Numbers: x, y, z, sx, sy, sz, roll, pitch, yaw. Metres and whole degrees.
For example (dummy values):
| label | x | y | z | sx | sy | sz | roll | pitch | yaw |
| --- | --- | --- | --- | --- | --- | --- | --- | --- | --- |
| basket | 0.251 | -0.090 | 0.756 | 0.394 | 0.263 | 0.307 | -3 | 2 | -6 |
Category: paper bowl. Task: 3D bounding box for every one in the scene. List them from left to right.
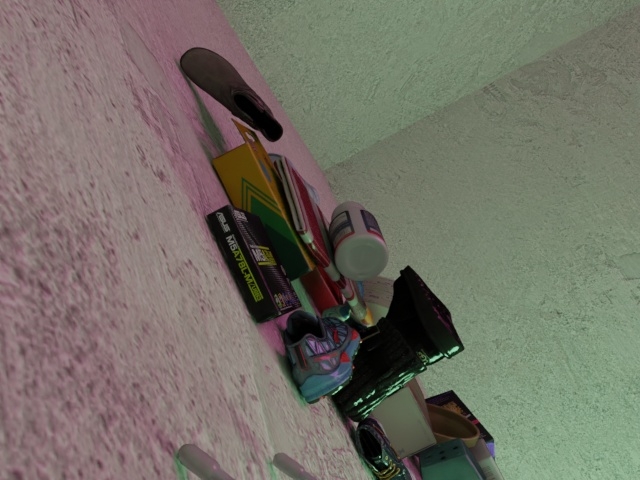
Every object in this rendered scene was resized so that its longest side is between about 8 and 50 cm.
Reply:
| label | x | y | z | sx | sy | sz | roll | pitch | yaw |
| --- | --- | --- | --- | --- | --- | --- | --- | --- | --- |
| paper bowl | 0.201 | 0.233 | 1.711 | 0.148 | 0.284 | 0.284 | -64 | 145 | -23 |

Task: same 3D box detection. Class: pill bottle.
| label | x | y | z | sx | sy | sz | roll | pitch | yaw |
| --- | --- | --- | --- | --- | --- | --- | --- | --- | --- |
| pill bottle | 0.073 | -0.007 | 1.211 | 0.108 | 0.108 | 0.180 | 59 | 10 | -28 |

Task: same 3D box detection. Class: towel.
| label | x | y | z | sx | sy | sz | roll | pitch | yaw |
| --- | --- | --- | --- | --- | --- | --- | --- | --- | --- |
| towel | 0.000 | 0.000 | 1.241 | 0.329 | 0.037 | 0.237 | 55 | 11 | -46 |

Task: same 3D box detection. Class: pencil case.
| label | x | y | z | sx | sy | sz | roll | pitch | yaw |
| --- | --- | --- | --- | --- | --- | --- | --- | --- | --- |
| pencil case | -0.084 | -0.121 | 1.416 | 0.124 | 0.113 | 0.273 | 55 | 5 | 14 |

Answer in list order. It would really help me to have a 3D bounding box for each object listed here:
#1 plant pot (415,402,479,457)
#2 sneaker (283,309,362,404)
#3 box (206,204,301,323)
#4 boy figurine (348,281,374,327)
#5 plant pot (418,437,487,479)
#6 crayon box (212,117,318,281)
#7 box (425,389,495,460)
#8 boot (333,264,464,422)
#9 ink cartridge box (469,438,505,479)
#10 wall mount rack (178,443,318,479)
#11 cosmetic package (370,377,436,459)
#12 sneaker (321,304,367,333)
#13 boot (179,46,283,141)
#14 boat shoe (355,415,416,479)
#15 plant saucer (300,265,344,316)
| label | x | y | z | sx | sy | sz | roll | pitch | yaw |
| --- | --- | --- | --- | --- | --- | --- | --- | --- | --- |
| plant pot | 0.323 | 0.558 | 1.668 | 0.237 | 0.237 | 0.109 | -45 | 148 | -83 |
| sneaker | -0.001 | 0.162 | 0.988 | 0.125 | 0.104 | 0.262 | 60 | 7 | -7 |
| box | -0.101 | 0.038 | 0.951 | 0.191 | 0.045 | 0.184 | 22 | 44 | -81 |
| boy figurine | 0.113 | 0.207 | 1.486 | 0.177 | 0.092 | 0.285 | -106 | -178 | -78 |
| plant pot | 0.312 | 0.589 | 1.329 | 0.165 | 0.166 | 0.234 | -20 | 90 | -84 |
| crayon box | -0.109 | -0.073 | 1.163 | 0.318 | 0.081 | 0.202 | 64 | 6 | 1 |
| box | 0.449 | 0.657 | 1.955 | 0.270 | 0.143 | 0.165 | -129 | -153 | -63 |
| boot | 0.132 | 0.196 | 1.201 | 0.131 | 0.260 | 0.348 | 50 | 11 | -9 |
| ink cartridge box | 0.441 | 0.743 | 1.659 | 0.278 | 0.201 | 0.117 | 63 | 7 | -4 |
| wall mount rack | 0.017 | 0.309 | 0.493 | 0.350 | 0.130 | 0.304 | 51 | 18 | -62 |
| cosmetic package | 0.200 | 0.412 | 1.511 | 0.160 | 0.113 | 0.309 | 63 | 6 | -5 |
| sneaker | 0.090 | 0.243 | 1.364 | 0.237 | 0.086 | 0.085 | 54 | 47 | -27 |
| boot | -0.178 | -0.307 | 1.211 | 0.246 | 0.083 | 0.161 | 38 | 6 | -21 |
| boat shoe | 0.119 | 0.420 | 1.089 | 0.183 | 0.065 | 0.083 | 58 | 8 | 11 |
| plant saucer | -0.007 | 0.086 | 1.485 | 0.259 | 0.048 | 0.258 | 60 | 7 | -17 |
